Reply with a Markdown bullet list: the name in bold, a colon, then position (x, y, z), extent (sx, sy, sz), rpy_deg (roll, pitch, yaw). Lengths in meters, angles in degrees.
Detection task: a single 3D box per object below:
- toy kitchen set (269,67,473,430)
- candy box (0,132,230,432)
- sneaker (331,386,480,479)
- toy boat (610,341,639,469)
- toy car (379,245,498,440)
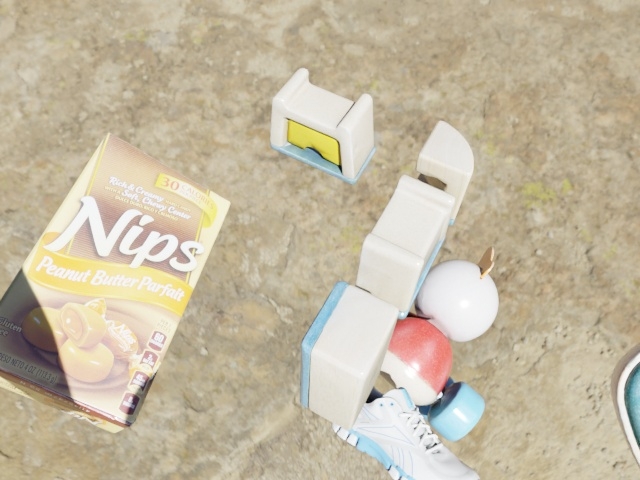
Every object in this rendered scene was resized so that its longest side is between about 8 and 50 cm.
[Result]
- **toy kitchen set**: position (0.000, 0.000, 0.459), extent (0.166, 0.122, 0.207), rpy_deg (25, 60, 14)
- **candy box**: position (-0.253, 0.045, 0.733), extent (0.183, 0.087, 0.316), rpy_deg (31, 55, -19)
- **sneaker**: position (0.093, 0.211, 0.671), extent (0.191, 0.071, 0.082), rpy_deg (22, 103, 38)
- **toy boat**: position (0.402, 0.259, 0.681), extent (0.318, 0.148, 0.267), rpy_deg (-37, 97, 2)
- **toy car**: position (0.164, 0.106, 0.845), extent (0.219, 0.210, 0.238), rpy_deg (42, 85, 4)
